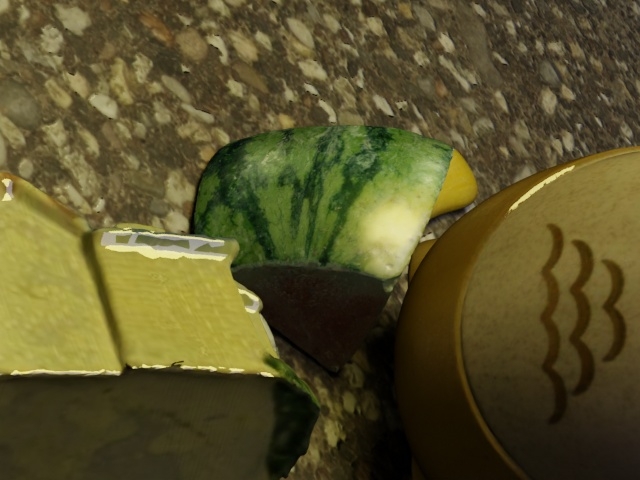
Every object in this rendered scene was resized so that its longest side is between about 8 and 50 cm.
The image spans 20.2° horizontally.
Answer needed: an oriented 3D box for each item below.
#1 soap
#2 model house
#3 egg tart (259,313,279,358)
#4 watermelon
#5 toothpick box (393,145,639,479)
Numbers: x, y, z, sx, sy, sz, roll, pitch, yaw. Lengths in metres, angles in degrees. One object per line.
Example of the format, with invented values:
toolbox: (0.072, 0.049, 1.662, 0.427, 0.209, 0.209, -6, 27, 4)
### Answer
soap: (0.130, -0.070, 2.141, 0.168, 0.033, 0.089, -20, 72, -50)
model house: (-0.204, 0.107, 1.524, 0.321, 0.261, 0.266, 3, 43, -28)
egg tart: (-0.114, 0.110, 1.709, 0.234, 0.094, 0.234, 27, 41, -27)
watermelon: (0.000, 0.000, 1.899, 0.262, 0.201, 0.213, 5, 41, 12)
toothpick box: (0.286, 0.121, 1.758, 0.409, 0.425, 0.408, 18, 66, -47)
